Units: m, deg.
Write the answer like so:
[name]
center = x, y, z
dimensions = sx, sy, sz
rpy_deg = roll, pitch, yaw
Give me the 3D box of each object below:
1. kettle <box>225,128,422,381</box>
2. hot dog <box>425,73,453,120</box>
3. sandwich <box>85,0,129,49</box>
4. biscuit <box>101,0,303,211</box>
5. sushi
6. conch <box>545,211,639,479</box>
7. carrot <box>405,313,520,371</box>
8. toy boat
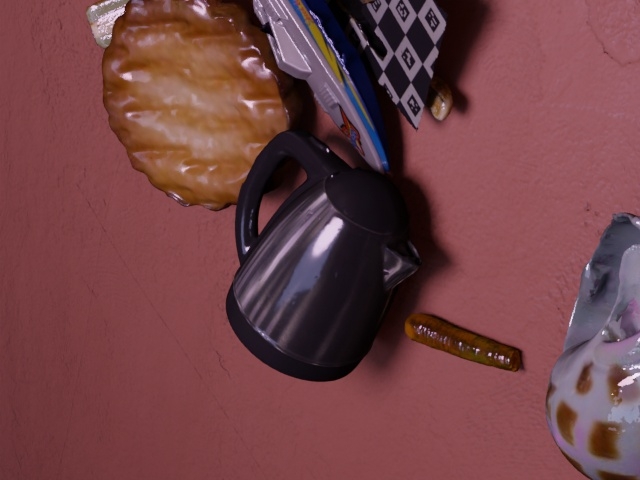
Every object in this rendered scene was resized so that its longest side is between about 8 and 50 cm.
[kettle]
center = 0.015, 0.008, 1.703
dimensions = 0.271, 0.207, 0.250
rpy_deg = -59, 32, 34
[hot dog]
center = 0.143, -0.180, 1.595
dimensions = 0.090, 0.034, 0.030
rpy_deg = 56, 142, 44
[sandwich]
center = -0.241, -0.334, 1.864
dimensions = 0.163, 0.113, 0.079
rpy_deg = -18, 92, 46
[biscuit]
center = -0.160, -0.200, 1.813
dimensions = 0.326, 0.107, 0.325
rpy_deg = 15, 120, 27
[sushi]
center = 0.077, -0.297, 1.596
dimensions = 0.279, 0.043, 0.192
rpy_deg = 54, 152, 28
[conch]
center = 0.347, 0.146, 1.411
dimensions = 0.249, 0.197, 0.368
rpy_deg = -96, 22, -43
[carrot]
center = 0.184, 0.131, 1.677
dimensions = 0.171, 0.042, 0.042
rpy_deg = 17, 117, 38
[toy boat]
center = 0.008, -0.211, 1.659
dimensions = 0.295, 0.088, 0.129
rpy_deg = 59, 171, -3
